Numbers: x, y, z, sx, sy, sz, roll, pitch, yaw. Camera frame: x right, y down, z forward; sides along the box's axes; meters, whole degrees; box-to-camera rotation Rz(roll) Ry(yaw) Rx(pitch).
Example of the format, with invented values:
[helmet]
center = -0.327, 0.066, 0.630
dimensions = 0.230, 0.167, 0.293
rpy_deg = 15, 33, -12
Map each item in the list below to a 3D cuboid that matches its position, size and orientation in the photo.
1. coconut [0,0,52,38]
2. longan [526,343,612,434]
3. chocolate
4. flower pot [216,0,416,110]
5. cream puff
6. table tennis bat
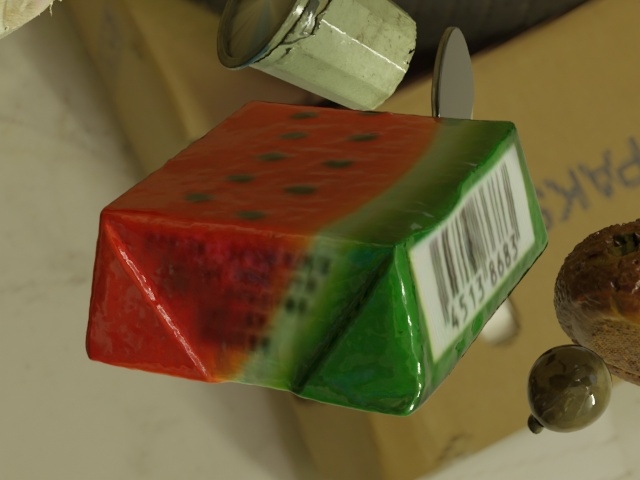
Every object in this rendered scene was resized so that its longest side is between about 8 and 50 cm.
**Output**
[coconut]
center = -0.310, -0.254, 1.516
dimensions = 0.171, 0.171, 0.183
rpy_deg = -36, -159, 45
[longan]
center = 0.280, 0.174, 1.938
dimensions = 0.119, 0.106, 0.106
rpy_deg = -51, 162, 27
[chocolate]
center = 0.000, 0.000, 1.589
dimensions = 0.341, 0.161, 0.360
rpy_deg = 7, -154, 24
[flower pot]
center = 0.008, -0.276, 2.145
dimensions = 0.202, 0.212, 0.212
rpy_deg = 23, 143, -27
[cream puff]
center = 0.482, 0.080, 2.414
dimensions = 0.212, 0.303, 0.303
rpy_deg = -66, -169, -26
[table tennis bat]
center = 0.152, -0.126, 1.809
dimensions = 0.022, 0.138, 0.246
rpy_deg = 4, 152, 18
